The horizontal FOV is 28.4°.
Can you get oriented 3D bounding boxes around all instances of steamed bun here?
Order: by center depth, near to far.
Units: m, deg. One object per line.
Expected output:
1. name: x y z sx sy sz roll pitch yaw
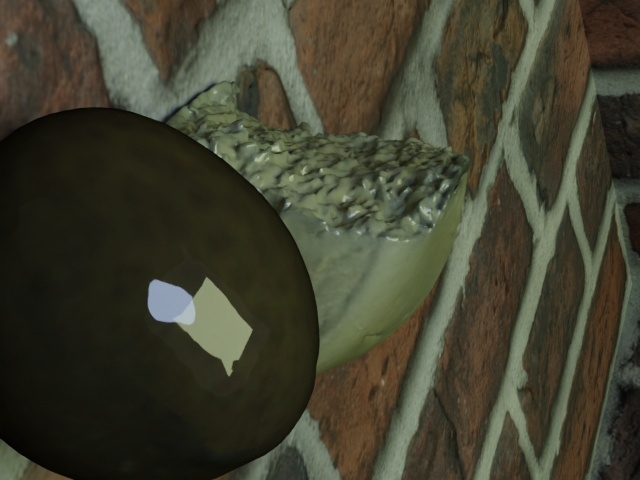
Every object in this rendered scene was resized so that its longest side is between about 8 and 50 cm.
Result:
1. steamed bun: 0.000 0.000 1.127 0.290 0.272 0.273 -25 115 -58

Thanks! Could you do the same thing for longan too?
1. longan: -0.139 0.039 0.881 0.243 0.300 0.300 -37 140 -5
